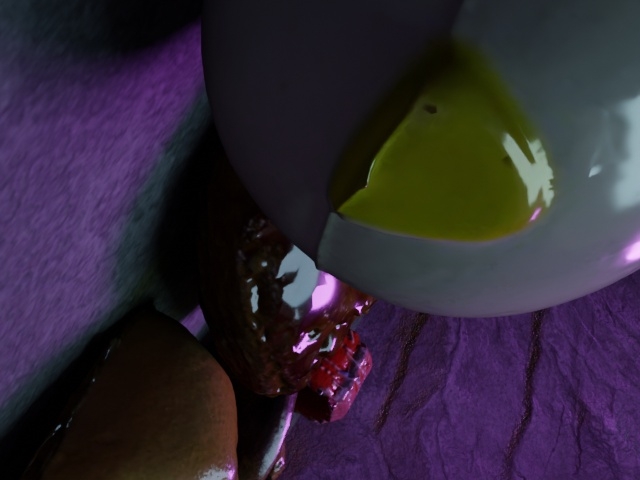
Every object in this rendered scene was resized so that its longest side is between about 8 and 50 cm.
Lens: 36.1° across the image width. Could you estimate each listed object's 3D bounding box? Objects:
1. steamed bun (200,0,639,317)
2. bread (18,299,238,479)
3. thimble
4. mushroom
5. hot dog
[{"bbox_3d":[0.104,-0.141,0.516,0.374,0.334,0.334,-64,171,4],"label":"steamed bun"},{"bbox_3d":[-0.142,0.181,0.777,0.262,0.163,0.204,-70,171,-45],"label":"bread"},{"bbox_3d":[-0.010,0.214,1.638,0.125,0.163,0.189,-54,-175,-26],"label":"thimble"},{"bbox_3d":[-0.099,0.193,1.152,0.231,0.138,0.194,-80,180,-55],"label":"mushroom"},{"bbox_3d":[0.000,0.000,0.867,0.267,0.174,0.387,-45,169,-16],"label":"hot dog"}]
